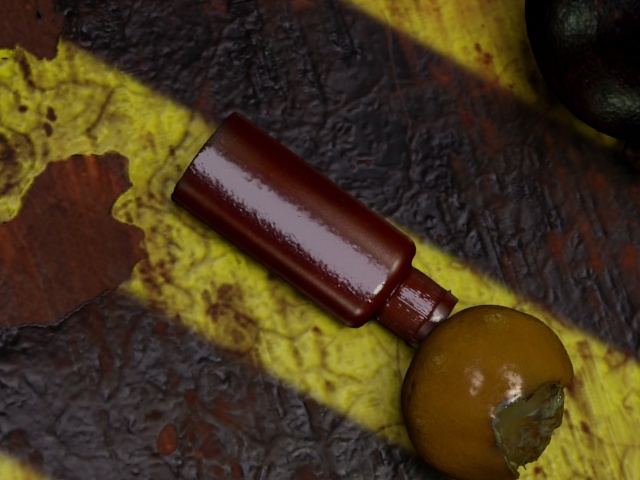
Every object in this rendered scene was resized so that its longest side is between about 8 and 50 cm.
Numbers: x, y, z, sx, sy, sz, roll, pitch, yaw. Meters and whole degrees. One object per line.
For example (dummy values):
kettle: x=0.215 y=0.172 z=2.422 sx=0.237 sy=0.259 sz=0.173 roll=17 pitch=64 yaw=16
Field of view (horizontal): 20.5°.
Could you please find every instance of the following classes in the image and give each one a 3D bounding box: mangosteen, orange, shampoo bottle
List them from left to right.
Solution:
shampoo bottle: x=0.000 y=0.000 z=1.562 sx=0.260 sy=0.064 sz=0.102 roll=37 pitch=69 yaw=3
orange: x=0.144 y=0.133 z=1.501 sx=0.156 sy=0.134 sz=0.157 roll=-6 pitch=107 yaw=-18
mangosteen: x=0.338 y=-0.211 z=1.581 sx=0.300 sy=0.300 sz=0.300 roll=3 pitch=72 yaw=-9
